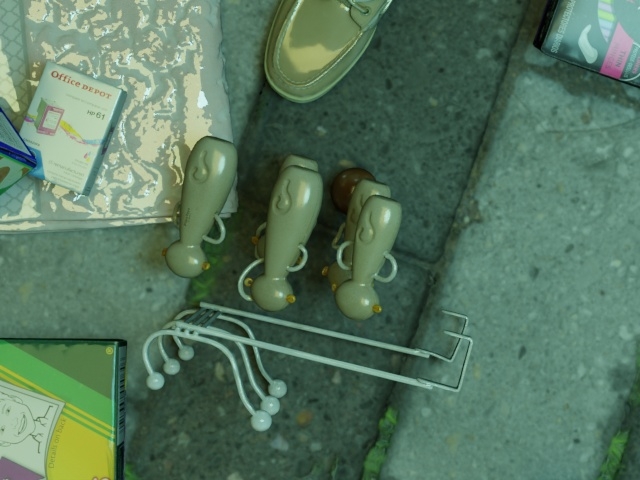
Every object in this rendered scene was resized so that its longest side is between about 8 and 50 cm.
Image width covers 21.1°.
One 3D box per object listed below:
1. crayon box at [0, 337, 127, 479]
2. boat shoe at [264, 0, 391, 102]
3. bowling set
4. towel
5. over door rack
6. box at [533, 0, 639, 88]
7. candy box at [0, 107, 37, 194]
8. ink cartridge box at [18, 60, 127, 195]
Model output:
[{"bbox_3d":[-0.369,0.283,1.828,0.313,0.106,0.362,1,88,-1],"label":"crayon box"},{"bbox_3d":[0.037,-0.288,1.861,0.109,0.098,0.302,35,88,1],"label":"boat shoe"},{"bbox_3d":[0.000,0.000,1.809,0.287,0.200,0.154,22,101,34],"label":"bowling set"},{"bbox_3d":[-0.260,-0.177,1.878,0.317,0.053,0.331,-5,88,-1],"label":"towel"},{"bbox_3d":[-0.007,0.128,1.766,0.324,0.239,0.108,2,94,2],"label":"over door rack"},{"bbox_3d":[0.381,-0.236,1.829,0.270,0.143,0.165,18,100,0],"label":"box"},{"bbox_3d":[-0.502,-0.089,1.787,0.317,0.122,0.268,-39,74,7],"label":"candy box"},{"bbox_3d":[-0.268,-0.120,1.824,0.089,0.052,0.122,21,89,1],"label":"ink cartridge box"}]
